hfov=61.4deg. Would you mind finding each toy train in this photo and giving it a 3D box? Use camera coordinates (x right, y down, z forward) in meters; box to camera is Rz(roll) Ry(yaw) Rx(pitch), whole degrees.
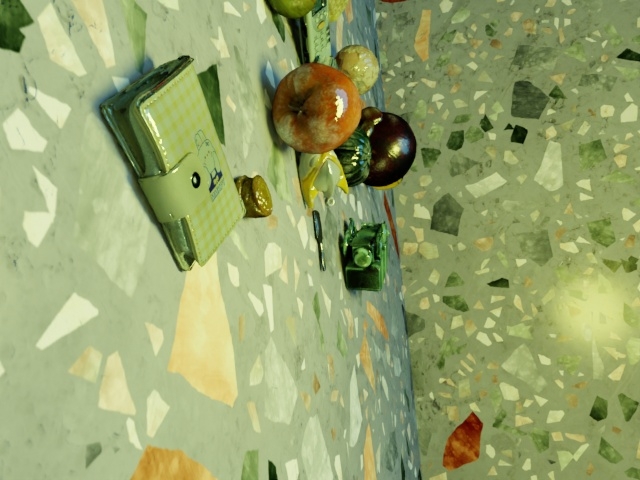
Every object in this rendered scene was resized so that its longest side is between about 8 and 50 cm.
[{"bbox_3d":[0.169,0.051,1.997,0.299,0.167,0.238,-59,148,-62],"label":"toy train"}]

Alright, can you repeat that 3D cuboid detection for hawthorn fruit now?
[{"bbox_3d":[-0.001,-0.359,1.426,0.231,0.235,0.263,47,55,-10],"label":"hawthorn fruit"}]

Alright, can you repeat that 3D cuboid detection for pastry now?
[{"bbox_3d":[-0.144,-0.096,1.180,0.097,0.057,0.109,-82,159,-46],"label":"pastry"}]

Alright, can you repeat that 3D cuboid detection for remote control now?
[{"bbox_3d":[-0.017,-0.666,1.721,0.140,0.056,0.296,-52,150,-36],"label":"remote control"}]

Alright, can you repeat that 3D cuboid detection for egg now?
[{"bbox_3d":[0.137,-0.674,2.142,0.233,0.195,0.195,174,-92,-84],"label":"egg"}]

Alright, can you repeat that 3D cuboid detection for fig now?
[{"bbox_3d":[-0.101,-0.708,1.463,0.259,0.151,0.151,3,80,-69],"label":"fig"}]

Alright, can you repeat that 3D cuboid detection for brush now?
[{"bbox_3d":[0.000,0.000,1.680,0.063,0.016,0.193,11,72,-71],"label":"brush"}]

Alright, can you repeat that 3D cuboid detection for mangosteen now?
[{"bbox_3d":[0.212,-0.378,2.138,0.347,0.307,0.307,27,51,-34],"label":"mangosteen"}]

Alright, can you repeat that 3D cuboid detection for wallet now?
[{"bbox_3d":[-0.223,-0.126,0.907,0.223,0.077,0.309,-71,151,-52],"label":"wallet"}]

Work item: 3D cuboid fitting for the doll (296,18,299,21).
[{"bbox_3d":[-0.062,-0.755,1.718,0.214,0.071,0.103,71,20,-47],"label":"doll"}]

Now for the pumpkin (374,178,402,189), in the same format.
[{"bbox_3d":[0.276,-0.361,2.457,0.280,0.190,0.139,62,27,-47],"label":"pumpkin"}]

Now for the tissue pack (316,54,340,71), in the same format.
[{"bbox_3d":[0.029,-0.485,1.805,0.235,0.073,0.173,39,63,-69],"label":"tissue pack"}]

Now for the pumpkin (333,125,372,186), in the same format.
[{"bbox_3d":[0.089,-0.284,1.816,0.220,0.162,0.220,4,90,-72],"label":"pumpkin"}]

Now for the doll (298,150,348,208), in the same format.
[{"bbox_3d":[-0.008,-0.252,1.601,0.145,0.103,0.316,-33,108,-54],"label":"doll"}]

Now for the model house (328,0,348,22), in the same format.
[{"bbox_3d":[0.009,-0.902,1.877,0.196,0.160,0.254,56,32,-57],"label":"model house"}]
